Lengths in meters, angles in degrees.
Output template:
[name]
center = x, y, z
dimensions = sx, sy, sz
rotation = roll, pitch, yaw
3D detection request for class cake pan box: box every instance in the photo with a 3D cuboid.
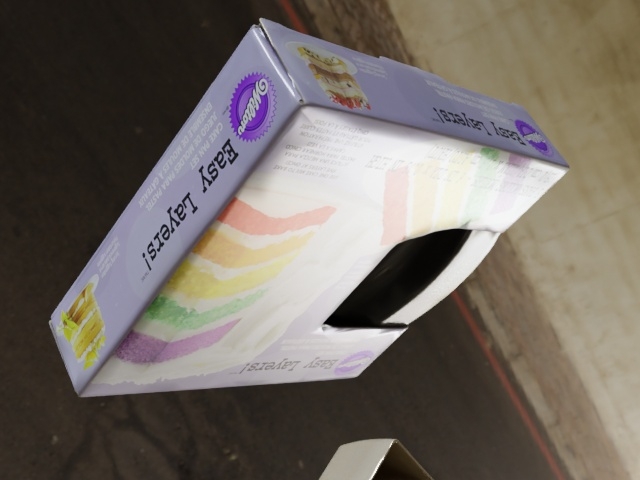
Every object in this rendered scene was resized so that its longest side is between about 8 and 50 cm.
[cake pan box]
center = 0.000, 0.000, 0.590
dimensions = 0.267, 0.246, 0.070
rotation = 6, 46, -47

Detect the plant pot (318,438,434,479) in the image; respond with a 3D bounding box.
[plant pot]
center = 0.056, 0.299, 1.091
dimensions = 0.109, 0.096, 0.109
rotation = 51, 61, -30
